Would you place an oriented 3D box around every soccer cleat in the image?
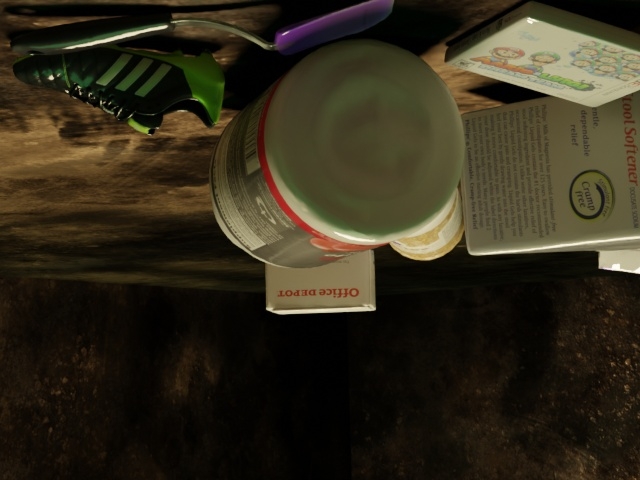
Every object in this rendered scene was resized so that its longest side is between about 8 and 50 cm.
[{"bbox_3d":[-0.167,-0.128,1.043,0.179,0.072,0.060,1,173,-18],"label":"soccer cleat"}]

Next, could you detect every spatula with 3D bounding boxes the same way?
[{"bbox_3d":[-0.091,-0.161,0.958,0.296,0.030,0.084,-2,175,1],"label":"spatula"}]

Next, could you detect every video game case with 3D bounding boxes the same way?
[{"bbox_3d":[0.205,-0.152,1.038,0.157,0.019,0.143,13,169,-20],"label":"video game case"}]

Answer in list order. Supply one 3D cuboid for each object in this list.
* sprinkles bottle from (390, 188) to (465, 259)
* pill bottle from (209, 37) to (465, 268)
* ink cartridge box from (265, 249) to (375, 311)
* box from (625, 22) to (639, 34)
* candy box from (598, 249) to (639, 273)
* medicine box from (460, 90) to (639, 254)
[{"bbox_3d":[0.118,-0.049,1.564,0.121,0.121,0.355,-3,173,9],"label":"sprinkles bottle"},{"bbox_3d":[-0.005,-0.066,1.168,0.176,0.176,0.318,1,173,-18],"label":"pill bottle"},{"bbox_3d":[0.000,0.000,1.650,0.140,0.190,0.082,-2,173,8],"label":"ink cartridge box"},{"bbox_3d":[0.363,-0.177,0.976,0.164,0.021,0.201,1,172,-22],"label":"box"},{"bbox_3d":[0.467,-0.024,1.596,0.165,0.070,0.196,8,-152,29],"label":"candy box"},{"bbox_3d":[0.331,-0.070,1.247,0.289,0.149,0.263,-8,175,41],"label":"medicine box"}]
